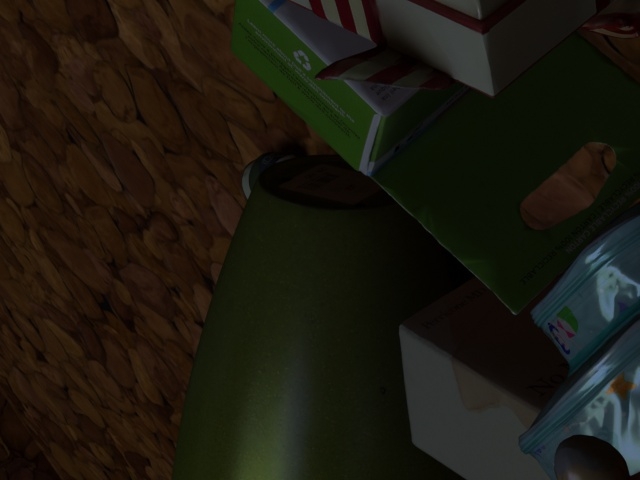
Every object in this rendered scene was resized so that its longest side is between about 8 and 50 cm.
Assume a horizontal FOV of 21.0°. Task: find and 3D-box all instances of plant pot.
[{"bbox_3d":[0.009,0.087,1.451,0.275,0.275,0.293,25,122,44],"label":"plant pot"}]

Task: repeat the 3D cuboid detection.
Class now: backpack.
[{"bbox_3d":[0.234,0.062,1.019,0.191,0.253,0.225,47,157,8],"label":"backpack"}]

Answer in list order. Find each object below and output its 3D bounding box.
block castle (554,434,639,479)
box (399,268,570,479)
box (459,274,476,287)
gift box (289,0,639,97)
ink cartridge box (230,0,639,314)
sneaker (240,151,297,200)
[{"bbox_3d":[0.323,0.033,0.671,0.213,0.303,0.453,44,145,-18],"label":"block castle"},{"bbox_3d":[0.211,0.137,1.236,0.311,0.148,0.121,29,139,43],"label":"box"},{"bbox_3d":[0.176,0.090,1.439,0.136,0.028,0.081,32,150,30],"label":"box"},{"bbox_3d":[0.050,-0.235,0.902,0.255,0.276,0.258,36,154,41],"label":"gift box"},{"bbox_3d":[0.098,-0.113,1.074,0.255,0.189,0.097,44,161,13],"label":"ink cartridge box"},{"bbox_3d":[0.000,0.000,1.564,0.192,0.064,0.086,54,161,-1],"label":"sneaker"}]
